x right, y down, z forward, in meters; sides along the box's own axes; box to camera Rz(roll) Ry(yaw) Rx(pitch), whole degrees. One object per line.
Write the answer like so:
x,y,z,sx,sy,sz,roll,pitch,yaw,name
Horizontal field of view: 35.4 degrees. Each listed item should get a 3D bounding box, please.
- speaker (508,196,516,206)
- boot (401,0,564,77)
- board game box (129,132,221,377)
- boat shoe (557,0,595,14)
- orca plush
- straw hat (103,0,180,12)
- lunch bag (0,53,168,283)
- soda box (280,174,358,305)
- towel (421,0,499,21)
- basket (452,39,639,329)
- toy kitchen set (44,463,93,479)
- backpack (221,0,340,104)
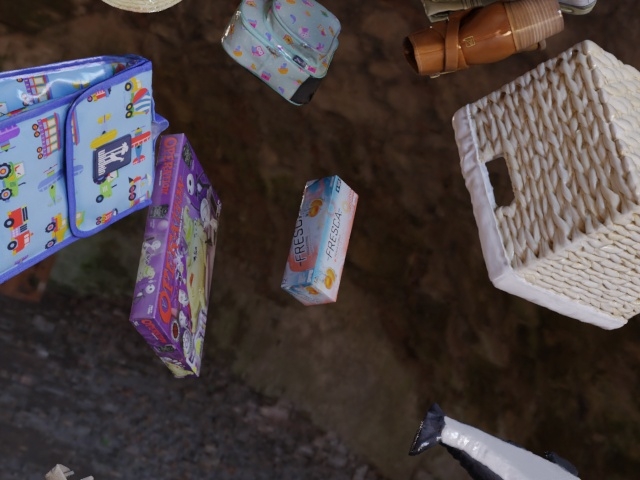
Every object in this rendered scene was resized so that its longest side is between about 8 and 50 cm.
0.348,-0.049,1.721,0.055,0.136,0.055,32,9,-6,speaker
0.234,-0.304,1.529,0.220,0.109,0.283,-18,14,4,boot
-0.229,0.024,1.638,0.056,0.347,0.208,-7,-33,16,board game box
0.349,-0.472,1.779,0.302,0.109,0.094,28,-12,18,boat shoe
0.243,0.335,1.309,0.287,0.102,0.151,23,25,-4,orca plush
-0.206,-0.338,1.166,0.144,0.144,0.061,21,-32,-2,straw hat
-0.326,-0.107,1.257,0.293,0.221,0.138,-24,47,-31,lunch bag
0.000,0.000,1.452,0.058,0.183,0.063,-10,-36,36,soda box
0.331,-0.579,1.984,0.312,0.324,0.056,-8,-30,-4,towel
0.421,-0.082,1.544,0.331,0.328,0.266,19,-39,-38,basket
-0.299,0.311,1.267,0.075,0.083,0.068,-9,60,-57,toy kitchen set
-0.067,-0.345,1.716,0.188,0.144,0.166,28,41,-6,backpack
